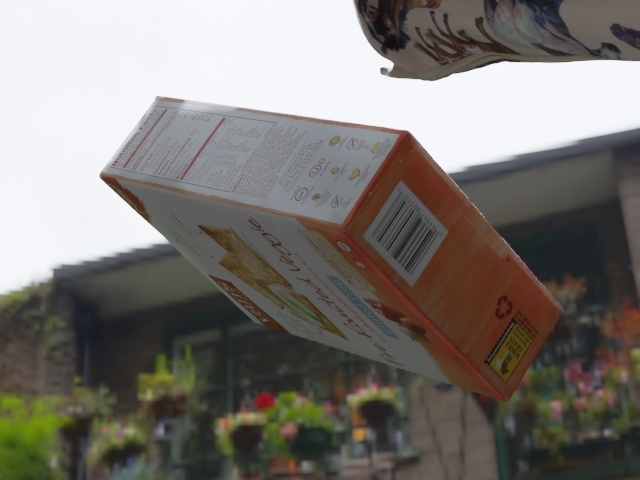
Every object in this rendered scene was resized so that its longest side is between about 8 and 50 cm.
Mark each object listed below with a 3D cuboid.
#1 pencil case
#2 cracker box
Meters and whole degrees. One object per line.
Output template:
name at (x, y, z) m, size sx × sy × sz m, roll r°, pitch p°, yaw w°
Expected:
pencil case at (0.206, -0.204, 1.219) m, size 0.160 × 0.184 × 0.410 m, roll 15°, pitch -7°, yaw -41°
cracker box at (0.000, 0.000, 0.883) m, size 0.232 × 0.067 × 0.156 m, roll 14°, pitch -25°, yaw 52°
